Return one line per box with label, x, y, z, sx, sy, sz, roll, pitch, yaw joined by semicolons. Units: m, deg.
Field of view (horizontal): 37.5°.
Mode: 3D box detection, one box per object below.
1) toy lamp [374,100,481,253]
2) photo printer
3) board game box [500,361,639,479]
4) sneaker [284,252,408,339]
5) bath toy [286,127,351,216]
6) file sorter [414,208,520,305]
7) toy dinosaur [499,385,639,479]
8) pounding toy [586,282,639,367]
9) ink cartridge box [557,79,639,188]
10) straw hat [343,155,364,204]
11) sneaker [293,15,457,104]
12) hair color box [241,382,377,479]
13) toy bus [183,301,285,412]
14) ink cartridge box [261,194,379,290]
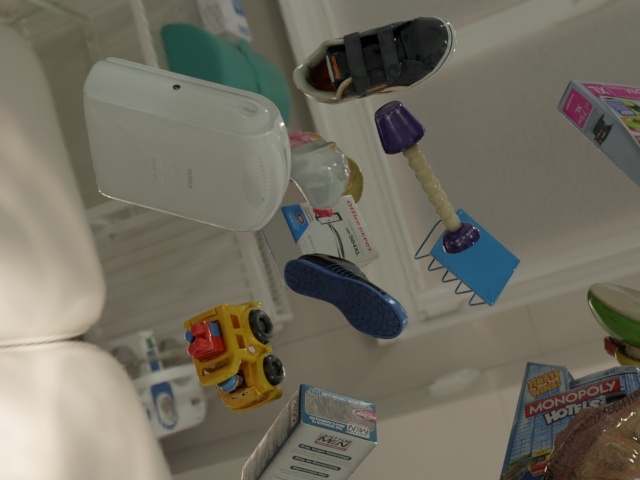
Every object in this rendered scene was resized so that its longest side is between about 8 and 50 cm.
toy lamp;0.172;-0.104;1.555;0.275;0.080;0.080;59;23;-20
photo printer;-0.196;-0.136;1.447;0.256;0.307;0.107;99;7;-54
board game box;0.326;0.221;1.202;0.060;0.194;0.194;54;26;-26
sneaker;0.054;0.079;1.510;0.090;0.232;0.081;-20;131;-51
bath toy;-0.032;-0.132;1.682;0.348;0.151;0.129;-143;-143;-66
file sorter;0.295;0.041;1.937;0.170;0.104;0.118;40;69;-12
toy dinosaur;0.278;0.243;1.005;0.200;0.296;0.127;21;14;-16
pounding toy;0.533;0.166;1.537;0.183;0.236;0.110;-8;120;-55
ink cartridge box;0.490;-0.122;1.312;0.311;0.185;0.065;-118;-143;-45
straw hat;0.019;-0.124;2.098;0.145;0.144;0.061;66;-17;-15
sneaker;0.094;-0.331;1.766;0.127;0.321;0.126;-3;77;-56
hair color box;-0.031;0.458;2.003;0.173;0.347;0.105;18;42;-16
toy bus;-0.193;0.237;1.930;0.211;0.149;0.220;14;55;-61
ink cartridge box;0.000;0.000;1.855;0.203;0.086;0.148;-14;76;-45
